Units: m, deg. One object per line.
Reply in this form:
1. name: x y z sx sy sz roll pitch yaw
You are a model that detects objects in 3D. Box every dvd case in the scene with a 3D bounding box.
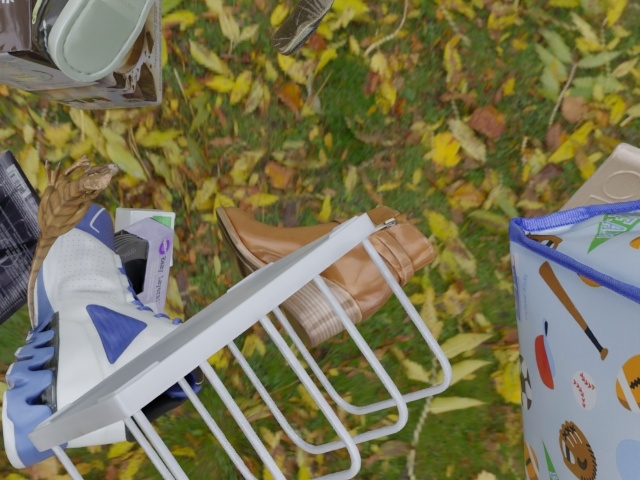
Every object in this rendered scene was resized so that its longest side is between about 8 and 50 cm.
1. dvd case: -0.398 0.025 1.124 0.221 0.018 0.165 -47 128 -34

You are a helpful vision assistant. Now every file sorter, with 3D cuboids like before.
1. file sorter: -0.056 0.137 0.821 0.277 0.193 0.173 -35 94 -38

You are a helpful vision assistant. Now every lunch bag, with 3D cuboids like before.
1. lunch bag: 0.330 0.157 0.712 0.238 0.385 0.328 -16 110 -15

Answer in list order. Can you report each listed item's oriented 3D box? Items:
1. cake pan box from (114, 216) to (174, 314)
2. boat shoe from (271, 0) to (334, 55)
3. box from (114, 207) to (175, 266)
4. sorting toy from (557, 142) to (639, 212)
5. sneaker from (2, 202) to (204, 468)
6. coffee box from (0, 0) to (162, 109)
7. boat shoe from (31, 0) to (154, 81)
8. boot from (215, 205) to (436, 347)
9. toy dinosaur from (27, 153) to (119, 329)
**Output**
1. cake pan box: -0.355 0.110 1.640 0.070 0.245 0.267 24 118 21
2. boat shoe: -0.030 -0.412 1.858 0.152 0.049 0.056 -43 70 8
3. box: -0.323 -0.007 1.799 0.087 0.102 0.101 3 93 -27
4. sorting toy: 0.521 -0.064 1.666 0.193 0.208 0.038 18 42 -16
5. sneaker: -0.212 0.102 1.041 0.182 0.127 0.316 0 43 -4
6. coffee box: -0.284 -0.249 1.063 0.118 0.297 0.168 -1 88 15
7. boat shoe: -0.143 -0.231 0.767 0.228 0.081 0.068 -51 50 -3
8. boot: 0.000 0.000 1.362 0.220 0.109 0.283 -34 47 -17
9. toy dinosaur: -0.260 -0.023 0.967 0.064 0.211 0.112 25 41 -16
